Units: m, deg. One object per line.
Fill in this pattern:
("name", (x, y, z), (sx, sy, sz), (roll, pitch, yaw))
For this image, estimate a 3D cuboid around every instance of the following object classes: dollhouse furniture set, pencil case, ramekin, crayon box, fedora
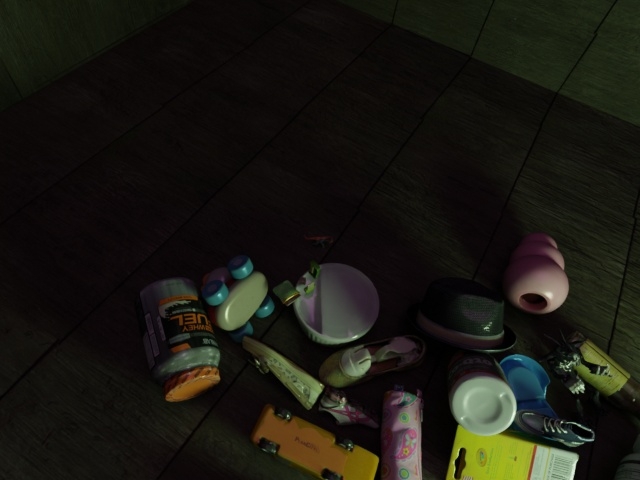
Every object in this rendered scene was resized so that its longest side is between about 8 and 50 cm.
("dollhouse furniture set", (-0.068, 0.128, 1.330), (0.151, 0.059, 0.076), (-32, 64, -24))
("pencil case", (0.225, 0.554, 1.190), (0.124, 0.124, 0.284), (10, 56, 0))
("ramekin", (0.043, 0.216, 1.396), (0.272, 0.127, 0.273), (4, 55, -5))
("crayon box", (0.490, 0.611, 1.156), (0.318, 0.081, 0.203), (14, 87, 2))
("fedora", (0.441, 0.211, 1.346), (0.333, 0.153, 0.334), (5, 15, -1))

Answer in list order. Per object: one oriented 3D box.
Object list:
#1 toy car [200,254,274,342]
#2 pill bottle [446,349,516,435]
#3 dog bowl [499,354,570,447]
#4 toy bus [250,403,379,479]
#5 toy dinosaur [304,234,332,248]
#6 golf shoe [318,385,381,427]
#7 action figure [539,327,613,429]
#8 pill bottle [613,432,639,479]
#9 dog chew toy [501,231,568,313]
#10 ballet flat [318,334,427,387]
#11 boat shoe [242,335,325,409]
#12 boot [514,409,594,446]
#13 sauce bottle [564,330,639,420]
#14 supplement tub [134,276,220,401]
("toy car", (-0.307, 0.164, 1.378), (0.237, 0.219, 0.210), (14, 50, 39))
("pill bottle", (0.436, 0.402, 1.213), (0.161, 0.283, 0.162), (1, 94, 14))
("dog bowl", (0.622, 0.500, 1.306), (0.165, 0.074, 0.298), (-3, 56, -10))
("toy bus", (-0.018, 0.559, 1.150), (0.332, 0.130, 0.108), (22, 57, 8))
("toy dinosaur", (0.000, 0.000, 1.573), (0.082, 0.090, 0.047), (-31, 40, 25))
("golf shoe", (0.083, 0.498, 1.255), (0.186, 0.067, 0.086), (27, 90, 4))
("action figure", (0.773, 0.404, 1.294), (0.164, 0.141, 0.276), (-23, 89, -10))
("pill bottle", (0.870, 0.696, 1.120), (0.210, 0.210, 0.363), (37, 59, 17))
("dog chew toy", (0.760, 0.098, 1.532), (0.206, 0.207, 0.332), (24, 48, 9))
("ballet flat", (0.165, 0.356, 1.323), (0.348, 0.123, 0.123), (-9, 57, -12))
("boat shoe", (-0.123, 0.380, 1.275), (0.285, 0.104, 0.089), (32, 80, 12))
("boot", (0.646, 0.511, 1.204), (0.189, 0.086, 0.069), (16, 56, 4))
("sauce bottle", (0.912, 0.443, 1.359), (0.111, 0.111, 0.344), (-31, 64, -25))
("supplement tub", (-0.408, 0.282, 1.254), (0.193, 0.194, 0.316), (-18, 60, -18))
